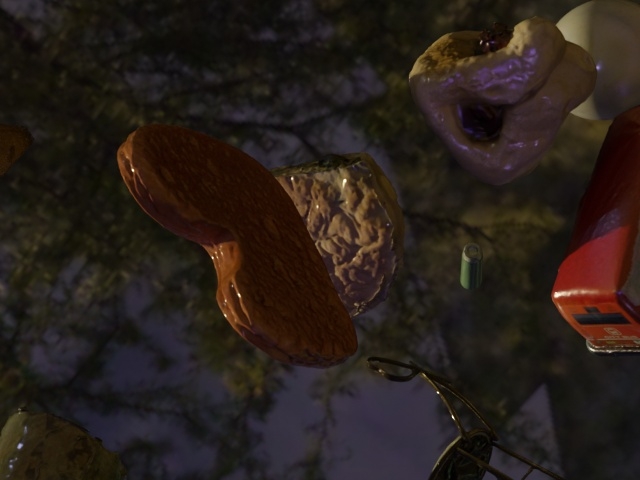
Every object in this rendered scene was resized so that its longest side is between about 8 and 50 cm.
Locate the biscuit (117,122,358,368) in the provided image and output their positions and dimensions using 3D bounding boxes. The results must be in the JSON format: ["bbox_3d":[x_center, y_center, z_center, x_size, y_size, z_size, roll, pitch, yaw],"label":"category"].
[{"bbox_3d":[-0.061,0.006,0.889,0.186,0.036,0.192,13,-134,-58],"label":"biscuit"}]

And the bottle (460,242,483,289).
[{"bbox_3d":[0.207,0.035,1.699,0.030,0.030,0.083,48,163,28],"label":"bottle"}]

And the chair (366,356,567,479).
[{"bbox_3d":[0.184,0.296,1.608,0.325,0.170,0.159,32,-165,34],"label":"chair"}]

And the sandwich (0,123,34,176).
[{"bbox_3d":[-0.438,-0.091,1.437,0.244,0.090,0.088,5,-113,-43],"label":"sandwich"}]

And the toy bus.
[{"bbox_3d":[0.324,-0.021,1.234,0.120,0.265,0.121,36,156,-29],"label":"toy bus"}]

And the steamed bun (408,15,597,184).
[{"bbox_3d":[0.200,-0.159,1.268,0.172,0.155,0.141,44,-138,-14],"label":"steamed bun"}]

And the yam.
[{"bbox_3d":[-0.370,0.381,1.590,0.195,0.195,0.300,33,-128,-21],"label":"yam"}]

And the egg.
[{"bbox_3d":[0.367,-0.233,1.587,0.151,0.151,0.209,42,-145,10],"label":"egg"}]

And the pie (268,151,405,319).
[{"bbox_3d":[-0.002,0.001,1.320,0.052,0.218,0.185,-26,-72,-53],"label":"pie"}]
